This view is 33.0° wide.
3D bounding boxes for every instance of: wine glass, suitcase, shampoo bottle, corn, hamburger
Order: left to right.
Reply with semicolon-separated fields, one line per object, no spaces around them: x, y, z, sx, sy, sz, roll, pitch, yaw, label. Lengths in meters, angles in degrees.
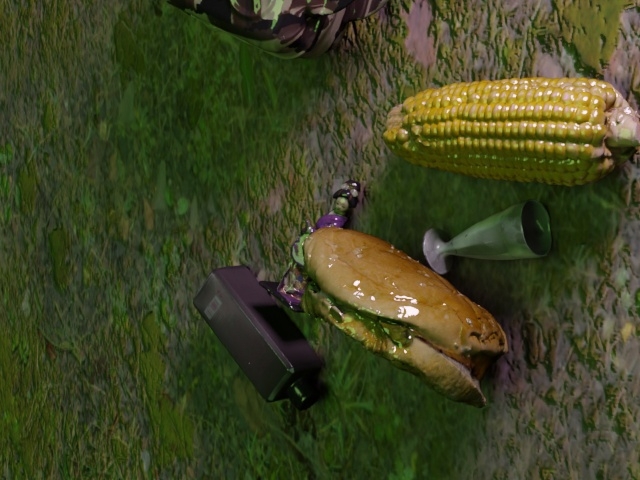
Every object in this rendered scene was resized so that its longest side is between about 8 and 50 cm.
-0.086;0.147;1.599;0.246;0.079;0.080;50;122;26;shampoo bottle
-0.029;-0.422;1.457;0.339;0.194;0.351;30;111;27;suitcase
0.101;0.087;1.333;0.285;0.265;0.134;28;84;29;hamburger
0.207;-0.002;1.360;0.155;0.073;0.073;-13;84;38;wine glass
0.227;-0.133;1.304;0.347;0.130;0.130;6;96;40;corn

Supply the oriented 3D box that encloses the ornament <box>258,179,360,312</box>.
-0.006;0.002;1.526;0.088;0.081;0.203;38;114;31;ornament
